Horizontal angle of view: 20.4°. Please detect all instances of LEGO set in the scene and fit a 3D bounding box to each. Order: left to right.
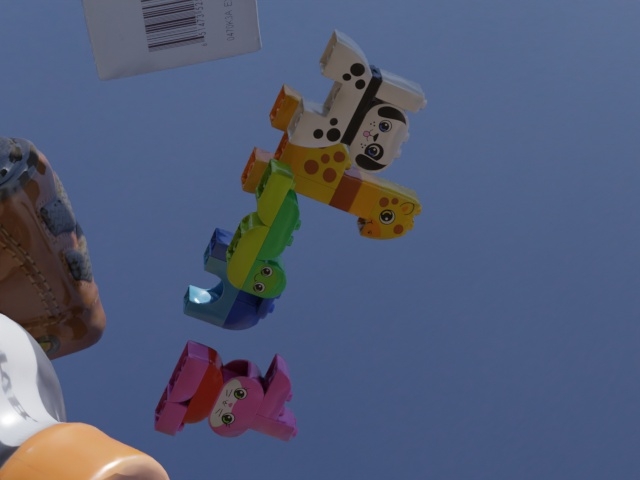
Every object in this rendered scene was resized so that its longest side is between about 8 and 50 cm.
[{"bbox_3d":[0.000,0.000,0.922,0.093,0.087,0.227,21,-68,-14],"label":"LEGO set"}]

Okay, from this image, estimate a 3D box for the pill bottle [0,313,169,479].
[{"bbox_3d":[-0.168,0.061,0.540,0.246,0.130,0.130,20,-76,21],"label":"pill bottle"}]

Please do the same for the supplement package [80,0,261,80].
[{"bbox_3d":[-0.104,-0.205,1.084,0.105,0.105,0.179,-12,-120,-5],"label":"supplement package"}]

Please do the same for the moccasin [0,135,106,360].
[{"bbox_3d":[-0.302,0.059,0.942,0.380,0.139,0.147,-17,-66,0],"label":"moccasin"}]
